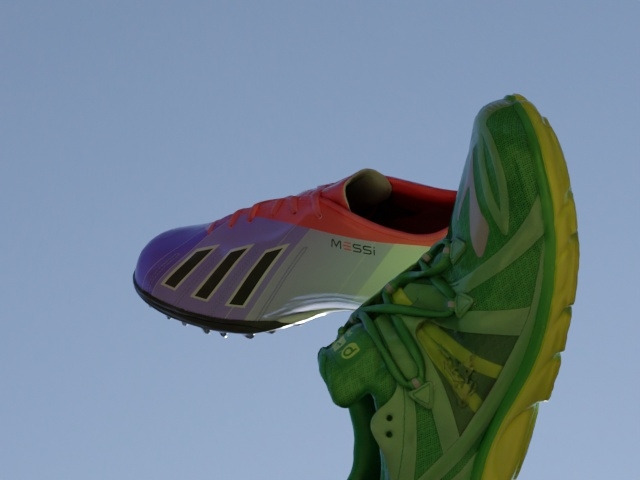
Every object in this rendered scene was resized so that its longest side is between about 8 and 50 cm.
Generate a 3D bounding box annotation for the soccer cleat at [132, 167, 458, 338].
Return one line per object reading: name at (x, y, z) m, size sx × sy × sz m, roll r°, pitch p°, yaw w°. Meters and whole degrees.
soccer cleat at (0.000, 0.000, 1.131) m, size 0.318 × 0.108 × 0.116 m, roll 3°, pitch -55°, yaw 31°

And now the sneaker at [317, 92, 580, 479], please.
sneaker at (0.065, 0.060, 0.915) m, size 0.123 × 0.109 × 0.296 m, roll 14°, pitch -84°, yaw -8°
